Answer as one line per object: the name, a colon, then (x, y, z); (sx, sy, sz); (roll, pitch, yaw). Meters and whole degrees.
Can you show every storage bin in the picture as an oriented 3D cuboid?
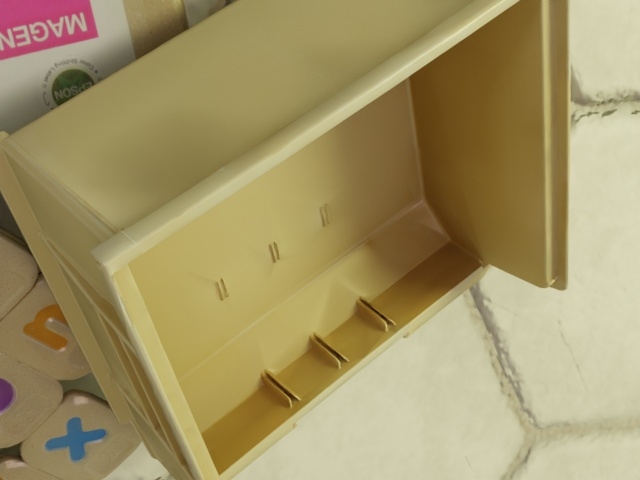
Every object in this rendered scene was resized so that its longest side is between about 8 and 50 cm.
storage bin: (0.000, 0.000, 0.588); (0.262, 0.123, 0.260); (-37, 139, -22)

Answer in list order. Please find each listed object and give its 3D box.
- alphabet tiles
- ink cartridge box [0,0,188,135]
alphabet tiles: (-0.242, 0.108, 0.594); (0.284, 0.021, 0.278); (-45, 135, 8)
ink cartridge box: (-0.193, -0.128, 0.541); (0.235, 0.088, 0.193); (-18, 113, -18)
